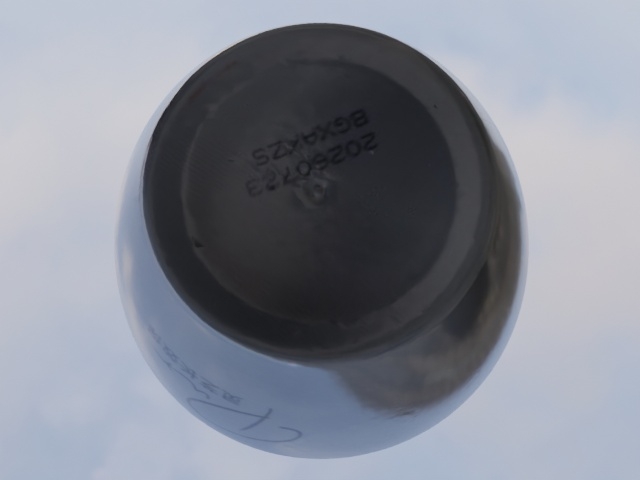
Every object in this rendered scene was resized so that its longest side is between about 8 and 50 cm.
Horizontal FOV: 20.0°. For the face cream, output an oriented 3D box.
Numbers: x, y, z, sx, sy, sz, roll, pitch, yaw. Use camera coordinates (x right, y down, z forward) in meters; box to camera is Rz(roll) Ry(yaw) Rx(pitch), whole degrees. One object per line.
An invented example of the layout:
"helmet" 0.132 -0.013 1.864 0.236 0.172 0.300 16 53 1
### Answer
"face cream" 0.000 0.000 0.500 0.117 0.104 0.117 0 -104 1
